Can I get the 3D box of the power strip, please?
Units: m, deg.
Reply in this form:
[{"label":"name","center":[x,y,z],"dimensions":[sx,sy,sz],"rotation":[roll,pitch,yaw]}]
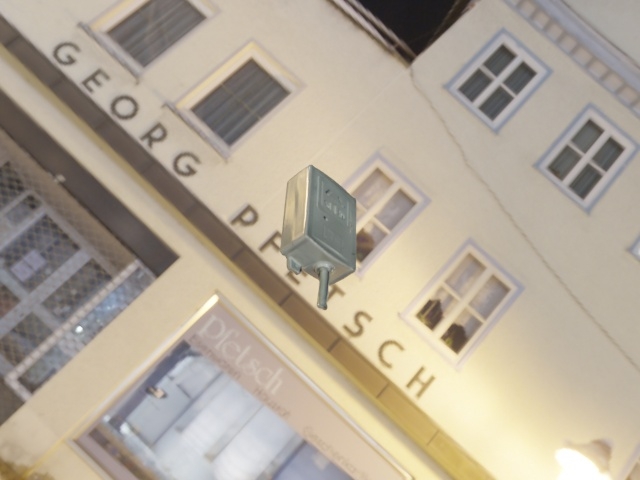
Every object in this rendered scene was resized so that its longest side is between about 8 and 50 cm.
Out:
[{"label":"power strip","center":[0.000,0.000,0.699],"dimensions":[0.042,0.175,0.075],"rotation":[-33,-52,32]}]
